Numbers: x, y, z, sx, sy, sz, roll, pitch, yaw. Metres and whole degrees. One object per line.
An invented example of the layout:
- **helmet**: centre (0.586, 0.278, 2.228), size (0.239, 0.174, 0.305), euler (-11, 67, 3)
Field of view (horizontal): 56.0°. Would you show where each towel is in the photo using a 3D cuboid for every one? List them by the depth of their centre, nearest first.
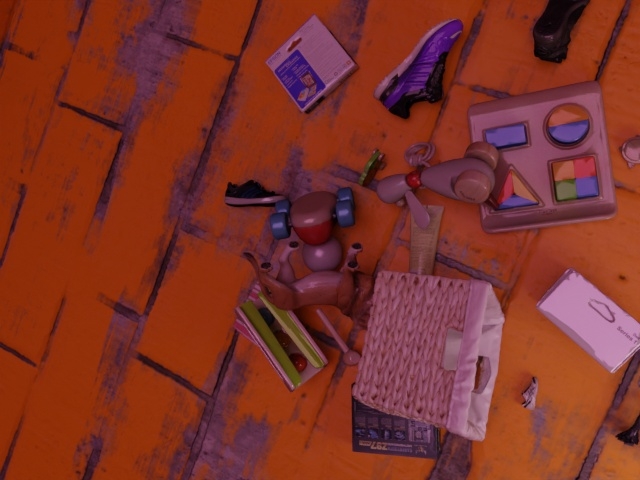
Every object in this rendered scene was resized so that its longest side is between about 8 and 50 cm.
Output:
- **towel**: centre (-0.158, 0.211, 1.773), size (0.144, 0.029, 0.197), euler (32, 96, 20)

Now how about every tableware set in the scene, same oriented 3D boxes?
- **tableware set**: centre (0.808, -0.218, 1.416), size (0.168, 0.020, 0.141), euler (-45, 73, 12)

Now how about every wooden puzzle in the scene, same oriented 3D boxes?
- **wooden puzzle**: centre (0.541, -0.206, 1.489), size (0.321, 0.080, 0.348), euler (-8, 84, 21)

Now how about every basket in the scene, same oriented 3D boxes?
- **basket**: centre (0.263, 0.269, 1.407), size (0.266, 0.331, 0.329), euler (7, 73, 24)

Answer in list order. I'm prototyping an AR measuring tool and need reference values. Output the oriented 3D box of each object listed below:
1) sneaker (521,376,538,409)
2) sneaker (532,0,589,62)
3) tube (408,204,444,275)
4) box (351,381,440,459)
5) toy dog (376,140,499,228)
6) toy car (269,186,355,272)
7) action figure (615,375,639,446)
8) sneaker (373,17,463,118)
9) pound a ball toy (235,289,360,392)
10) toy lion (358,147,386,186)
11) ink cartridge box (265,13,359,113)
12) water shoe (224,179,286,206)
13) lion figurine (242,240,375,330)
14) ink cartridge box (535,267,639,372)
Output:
- **sneaker**: centre (0.518, 0.377, 1.490), size (0.036, 0.032, 0.083), euler (9, 90, 22)
- **sneaker**: centre (0.595, -0.532, 1.493), size (0.087, 0.130, 0.228), euler (26, 69, 26)
- **tube**: centre (0.274, 0.023, 1.599), size (0.070, 0.062, 0.240), euler (8, 83, -22)
- **box**: centre (0.198, 0.473, 1.597), size (0.232, 0.059, 0.184), euler (-3, 86, 21)
- **toy dog**: centre (0.318, -0.127, 1.520), size (0.220, 0.161, 0.333), euler (-47, 29, -19)
- **toy car**: centre (0.000, 0.000, 1.664), size (0.219, 0.210, 0.238), euler (-10, 111, 8)
- **action figure**: centre (0.784, 0.357, 1.330), size (0.164, 0.141, 0.276), euler (31, 100, 32)
- **sneaker**: centre (0.290, -0.443, 1.599), size (0.293, 0.102, 0.146), euler (-45, 77, 19)
- **pound a ball toy**: centre (-0.064, 0.268, 1.673), size (0.208, 0.136, 0.319), euler (-35, 79, -15)
- **toy lion**: centre (0.137, -0.192, 1.642), size (0.034, 0.100, 0.096), euler (38, 82, 17)
- **ink cartridge box**: centre (-0.027, -0.512, 1.751), size (0.206, 0.045, 0.208), euler (-39, 75, 15)
- **water shoe**: centre (-0.196, -0.143, 1.783), size (0.203, 0.073, 0.080), euler (1, 85, 21)
- **lion figurine**: centre (-0.006, 0.128, 1.576), size (0.391, 0.142, 0.240), euler (6, 131, 2)
- **ink cartridge box**: centre (0.597, 0.169, 1.339), size (0.201, 0.278, 0.117), euler (44, 102, 18)
